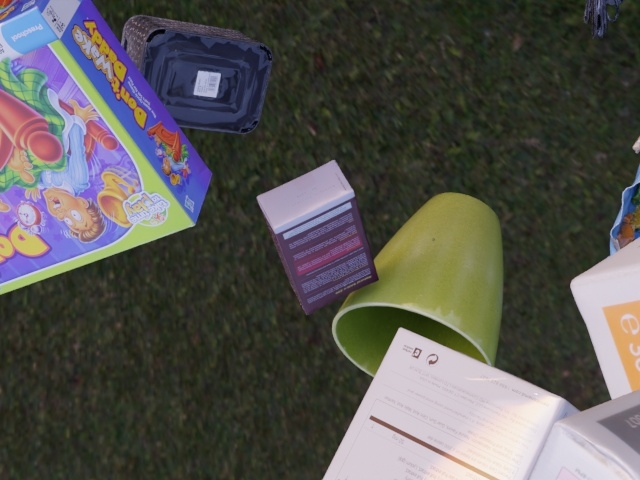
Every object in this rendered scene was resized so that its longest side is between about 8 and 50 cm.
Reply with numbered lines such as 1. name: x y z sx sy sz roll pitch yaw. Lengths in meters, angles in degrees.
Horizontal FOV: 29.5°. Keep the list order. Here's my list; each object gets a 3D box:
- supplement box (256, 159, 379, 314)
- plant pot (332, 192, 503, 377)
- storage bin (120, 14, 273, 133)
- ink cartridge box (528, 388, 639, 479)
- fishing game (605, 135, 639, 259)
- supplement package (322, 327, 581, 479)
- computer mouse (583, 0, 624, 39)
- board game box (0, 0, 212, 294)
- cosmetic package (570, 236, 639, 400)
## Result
1. supplement box: 0.000 0.000 1.818 0.130 0.073 0.239 -25 143 -6
2. plant pot: 0.197 0.071 2.060 0.275 0.293 0.275 17 148 11
3. storage bin: -0.166 -0.214 1.581 0.180 0.084 0.122 4 109 -30
4. ink cartridge box: 0.151 0.170 0.618 0.189 0.066 0.232 -11 126 -43
5. fishing game: 0.373 -0.029 1.405 0.041 0.189 0.264 20 130 24
6. supplement package: 0.107 0.258 1.054 0.177 0.175 0.293 36 79 -52
7. computer mouse: 0.414 -0.410 1.687 0.072 0.272 0.188 19 127 24
8. board game box: -0.306 -0.069 1.077 0.347 0.078 0.233 -19 124 23
9. cosmetic package: 0.394 0.063 0.668 0.453 0.161 0.230 -17 95 42
